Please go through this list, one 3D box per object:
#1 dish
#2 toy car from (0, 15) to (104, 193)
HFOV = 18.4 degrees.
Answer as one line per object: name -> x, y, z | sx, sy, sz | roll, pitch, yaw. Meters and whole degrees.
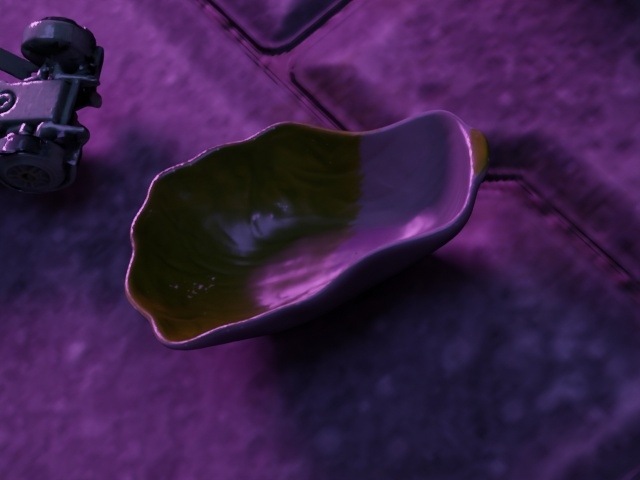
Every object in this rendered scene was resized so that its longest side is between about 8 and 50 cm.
dish -> 0.000, 0.000, 0.702 | 0.137, 0.039, 0.091 | -17, 46, 13
toy car -> -0.154, -0.048, 0.802 | 0.143, 0.054, 0.073 | -3, 57, 20
